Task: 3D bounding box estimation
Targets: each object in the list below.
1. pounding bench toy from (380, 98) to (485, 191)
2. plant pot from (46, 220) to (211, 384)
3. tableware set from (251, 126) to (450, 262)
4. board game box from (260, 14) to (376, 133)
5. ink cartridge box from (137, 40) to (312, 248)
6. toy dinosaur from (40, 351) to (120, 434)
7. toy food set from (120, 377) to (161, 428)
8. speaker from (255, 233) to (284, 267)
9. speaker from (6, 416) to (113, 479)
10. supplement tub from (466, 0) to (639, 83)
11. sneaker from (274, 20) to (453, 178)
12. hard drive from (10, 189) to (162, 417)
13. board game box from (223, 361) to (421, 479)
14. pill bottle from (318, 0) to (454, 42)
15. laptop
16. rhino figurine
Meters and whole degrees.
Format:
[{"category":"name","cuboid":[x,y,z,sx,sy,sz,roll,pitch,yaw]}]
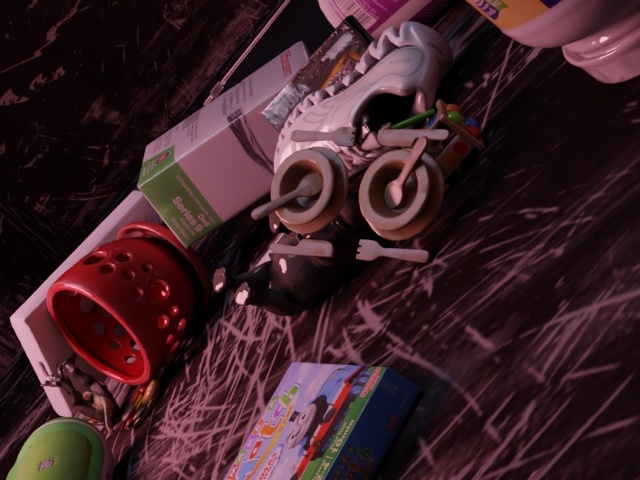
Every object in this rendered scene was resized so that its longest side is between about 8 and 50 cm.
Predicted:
[{"category":"pounding bench toy","cuboid":[0.106,-0.102,1.060,0.065,0.083,0.052,-50,15,21]},{"category":"plant pot","cuboid":[-0.264,0.083,1.592,0.174,0.191,0.191,-48,8,-37]},{"category":"tableware set","cuboid":[0.025,-0.049,1.037,0.194,0.039,0.128,3,80,38]},{"category":"board game box","cuboid":[0.021,-0.176,1.409,0.186,0.126,0.026,-43,-2,37]},{"category":"ink cartridge box","cuboid":[-0.106,-0.143,1.594,0.289,0.121,0.211,-33,19,8]},{"category":"toy dinosaur","cuboid":[-0.328,0.220,1.577,0.064,0.118,0.268,-47,3,-13]},{"category":"toy food set","cuboid":[-0.252,0.229,1.568,0.083,0.020,0.083,-58,16,-14]},{"category":"speaker","cuboid":[-0.014,-0.002,1.274,0.136,0.055,0.055,-50,15,14]},{"category":"speaker","cuboid":[-0.324,0.326,1.371,0.131,0.131,0.296,-52,15,8]},{"category":"supplement tub","cuboid":[0.158,-0.298,0.844,0.241,0.331,0.241,-50,15,18]},{"category":"sneaker","cuboid":[0.037,-0.130,1.318,0.292,0.110,0.118,-43,27,38]},{"category":"hard drive","cuboid":[-0.334,0.094,1.722,0.040,0.203,0.307,10,43,29]},{"category":"board game box","cuboid":[-0.014,0.176,0.907,0.160,0.039,0.211,-59,14,-16]},{"category":"pill bottle","cuboid":[0.132,-0.384,1.436,0.301,0.169,0.169,-34,25,53]},{"category":"laptop","cuboid":[-0.004,-0.296,1.967,0.382,0.236,0.408,-45,-11,30]},{"category":"rhino figurine","cuboid":[0.000,0.000,1.144,0.243,0.106,0.073,-43,52,34]}]
